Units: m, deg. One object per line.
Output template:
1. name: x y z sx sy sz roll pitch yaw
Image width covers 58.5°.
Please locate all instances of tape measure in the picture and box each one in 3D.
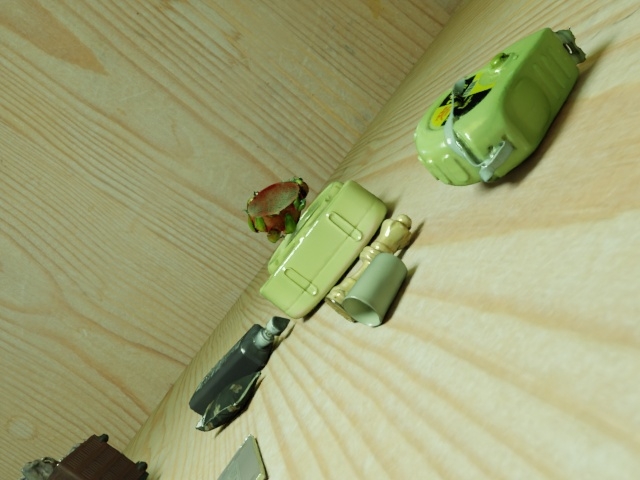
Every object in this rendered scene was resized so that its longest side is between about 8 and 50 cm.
1. tape measure: 0.200 -0.141 0.683 0.175 0.106 0.200 -12 42 58

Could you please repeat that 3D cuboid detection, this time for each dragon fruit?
1. dragon fruit: -0.085 -0.063 1.170 0.138 0.142 0.175 -28 -31 -12

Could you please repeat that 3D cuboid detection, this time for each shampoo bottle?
1. shampoo bottle: -0.172 0.260 1.216 0.309 0.071 0.098 -48 7 31

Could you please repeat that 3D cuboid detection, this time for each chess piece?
1. chess piece: 0.077 0.033 0.818 0.172 0.060 0.060 -52 7 -13

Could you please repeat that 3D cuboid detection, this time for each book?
1. book: -0.120 0.334 0.757 0.127 0.014 0.182 -54 7 -10

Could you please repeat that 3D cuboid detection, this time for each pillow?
1. pillow: -0.174 0.309 1.089 0.150 0.048 0.090 -42 20 36

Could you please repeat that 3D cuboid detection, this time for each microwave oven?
1. microwave oven: -0.524 0.594 1.263 0.247 0.188 0.178 -56 1 6

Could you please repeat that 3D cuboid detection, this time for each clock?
1. clock: 0.000 0.000 1.204 0.286 0.117 0.348 -51 7 6

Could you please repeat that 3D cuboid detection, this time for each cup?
1. cup: 0.074 0.067 0.725 0.055 0.074 0.083 8 49 39

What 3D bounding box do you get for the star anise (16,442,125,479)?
1. star anise: -0.623 0.625 1.438 0.331 0.332 0.117 -51 40 15
